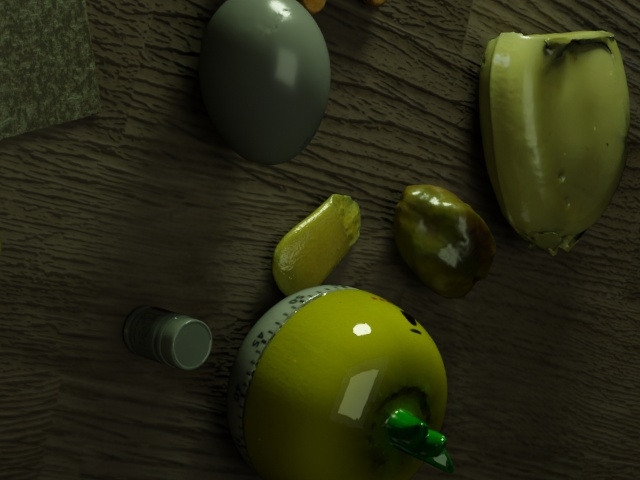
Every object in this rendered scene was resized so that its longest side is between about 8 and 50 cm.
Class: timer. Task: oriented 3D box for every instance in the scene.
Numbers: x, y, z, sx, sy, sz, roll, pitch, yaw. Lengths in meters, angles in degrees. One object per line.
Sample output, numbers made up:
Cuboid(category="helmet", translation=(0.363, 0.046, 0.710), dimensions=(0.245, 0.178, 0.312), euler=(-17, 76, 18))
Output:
Cuboid(category="timer", translation=(0.052, 0.200, 1.664), dimensions=(0.285, 0.285, 0.285), euler=(-10, 105, -42))

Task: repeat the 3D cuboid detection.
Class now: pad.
Cuboid(category="pad", translation=(-0.303, -0.226, 1.442), dimensions=(0.158, 0.003, 0.235), euler=(-21, 112, -39))

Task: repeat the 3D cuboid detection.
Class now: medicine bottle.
Cuboid(category="medicine bottle", translation=(-0.169, 0.107, 1.573), dimensions=(0.058, 0.091, 0.058), euler=(-10, 105, -42))

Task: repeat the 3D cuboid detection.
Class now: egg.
Cuboid(category="egg", translation=(-0.062, -0.180, 1.581), dimensions=(0.146, 0.146, 0.199), euler=(-18, 116, -40))

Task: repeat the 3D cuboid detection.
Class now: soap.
Cuboid(category="soap", translation=(0.000, 0.000, 1.752), dimensions=(0.168, 0.033, 0.089), euler=(-48, 133, -27))

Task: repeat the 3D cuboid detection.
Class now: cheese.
Cuboid(category="cheese", translation=(0.325, -0.137, 1.979), dimensions=(0.259, 0.128, 0.316), euler=(-12, 100, -34))

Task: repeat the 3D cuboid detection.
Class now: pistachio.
Cuboid(category="pistachio", translation=(0.162, 0.009, 1.861), dimensions=(0.110, 0.100, 0.189), euler=(-55, 131, -27))

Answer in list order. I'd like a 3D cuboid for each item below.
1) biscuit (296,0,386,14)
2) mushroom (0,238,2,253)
Cuboid(category="biscuit", translation=(-0.006, -0.350, 1.678), dimensions=(0.250, 0.036, 0.165), euler=(-13, 106, -45))
Cuboid(category="mushroom", translation=(-0.430, -0.016, 1.315), dimensions=(0.312, 0.081, 0.100), euler=(30, 74, -38))
